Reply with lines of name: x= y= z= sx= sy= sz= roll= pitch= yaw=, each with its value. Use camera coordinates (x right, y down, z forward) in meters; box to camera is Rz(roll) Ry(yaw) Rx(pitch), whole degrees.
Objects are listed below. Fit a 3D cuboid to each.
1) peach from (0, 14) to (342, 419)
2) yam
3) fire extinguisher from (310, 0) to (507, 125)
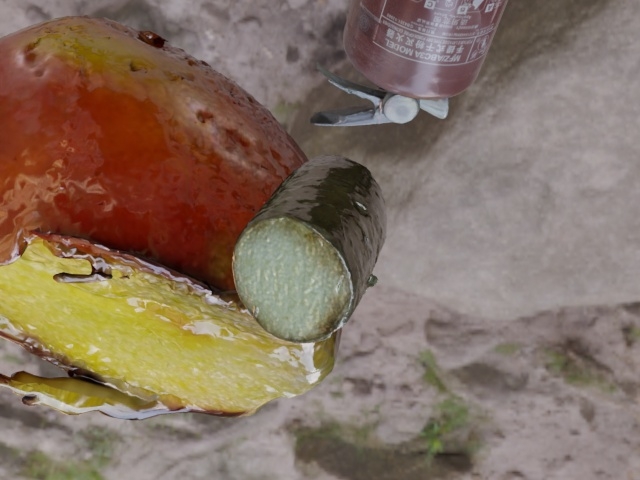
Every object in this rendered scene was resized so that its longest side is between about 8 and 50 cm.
peach: x=-0.165 y=-0.004 z=0.880 sx=0.416 sy=0.353 sz=0.339 roll=46 pitch=157 yaw=11
yam: x=0.000 y=0.000 z=0.493 sx=0.069 sy=0.146 sz=0.070 roll=3 pitch=108 yaw=11
fire extinguisher: x=0.067 y=-0.171 z=0.584 sx=0.104 sy=0.105 sz=0.269 roll=11 pitch=134 yaw=-6
